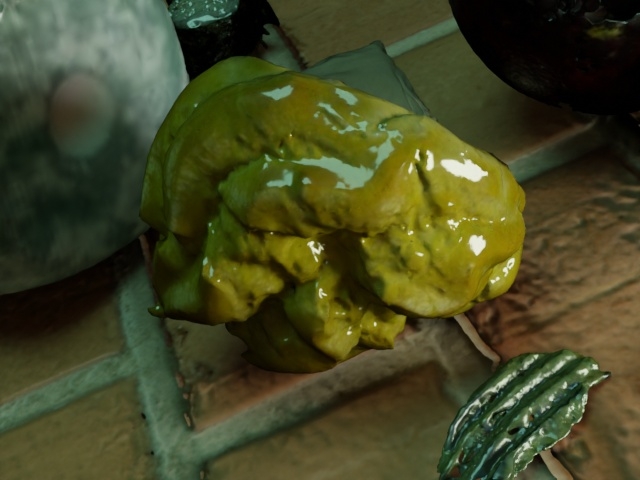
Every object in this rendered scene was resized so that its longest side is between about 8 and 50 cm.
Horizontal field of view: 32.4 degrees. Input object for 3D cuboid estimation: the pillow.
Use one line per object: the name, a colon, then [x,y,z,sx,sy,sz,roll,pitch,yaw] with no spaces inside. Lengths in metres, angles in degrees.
pillow: [0.030,-0.150,1.281,0.173,0.067,0.270,-18,36,-5]

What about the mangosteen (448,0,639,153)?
mangosteen: [0.317,-0.279,1.081,0.381,0.421,0.381,-39,-1,-1]

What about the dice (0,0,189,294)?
dice: [-0.371,-0.152,1.220,0.348,0.330,0.328,8,31,36]

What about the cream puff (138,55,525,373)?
cream puff: [0.002,0.001,0.953,0.257,0.324,0.291,-63,23,4]

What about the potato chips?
potato chips: [0.144,0.153,0.869,0.092,0.028,0.207,19,51,43]

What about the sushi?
sushi: [-0.138,-0.311,1.533,0.147,0.115,0.212,-23,37,5]
